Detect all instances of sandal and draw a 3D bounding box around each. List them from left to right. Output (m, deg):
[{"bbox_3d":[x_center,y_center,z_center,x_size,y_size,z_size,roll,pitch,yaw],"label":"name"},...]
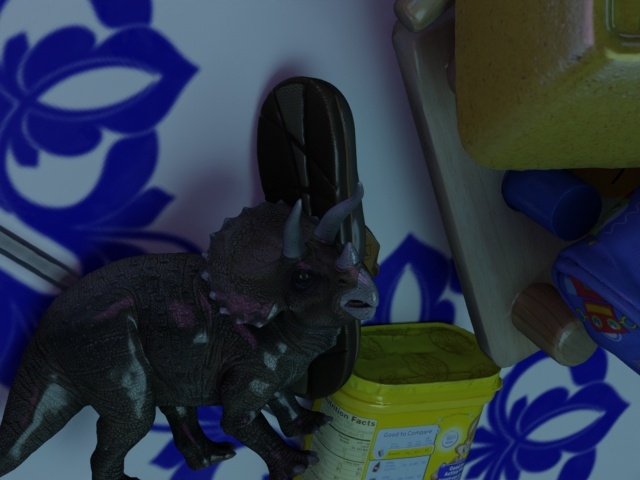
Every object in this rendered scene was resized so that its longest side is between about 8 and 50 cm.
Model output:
[{"bbox_3d":[0.000,0.000,0.945,0.060,0.090,0.219,-24,123,-44],"label":"sandal"}]

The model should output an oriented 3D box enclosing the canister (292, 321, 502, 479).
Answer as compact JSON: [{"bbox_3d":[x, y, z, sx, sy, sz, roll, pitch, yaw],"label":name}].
[{"bbox_3d":[0.043,0.148,1.050,0.126,0.073,0.169,-1,119,-30],"label":"canister"}]

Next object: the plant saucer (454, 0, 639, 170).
[{"bbox_3d":[0.236,-0.202,0.763,0.333,0.081,0.332,-1,93,-6],"label":"plant saucer"}]

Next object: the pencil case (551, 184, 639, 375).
[{"bbox_3d":[0.280,-0.032,0.876,0.306,0.119,0.133,-40,92,-4],"label":"pencil case"}]

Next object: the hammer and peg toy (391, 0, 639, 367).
[{"bbox_3d":[0.164,-0.113,0.931,0.266,0.127,0.361,-29,125,-13],"label":"hammer and peg toy"}]

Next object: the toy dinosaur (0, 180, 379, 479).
[{"bbox_3d":[-0.085,0.065,0.901,0.314,0.121,0.160,-14,102,24],"label":"toy dinosaur"}]
